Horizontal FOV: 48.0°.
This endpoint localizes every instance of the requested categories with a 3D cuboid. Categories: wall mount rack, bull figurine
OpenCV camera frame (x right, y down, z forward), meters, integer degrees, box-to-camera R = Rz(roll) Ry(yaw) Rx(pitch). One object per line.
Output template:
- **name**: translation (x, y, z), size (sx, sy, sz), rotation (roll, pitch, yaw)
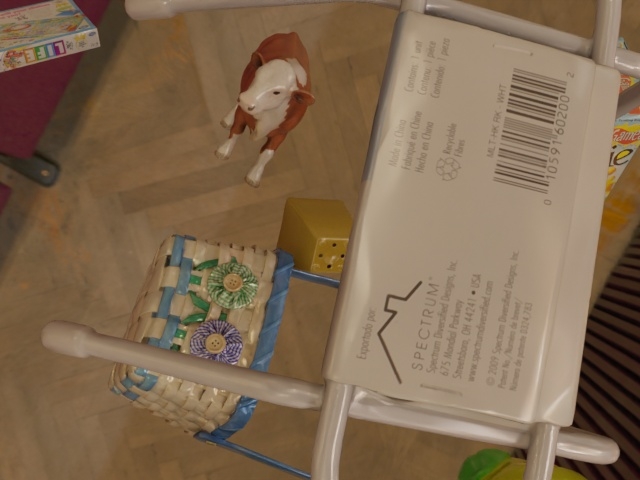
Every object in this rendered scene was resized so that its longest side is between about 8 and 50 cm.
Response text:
- **wall mount rack**: translation (0.018, -0.017, 0.382), size (0.304, 0.130, 0.350), rotation (13, 82, -7)
- **bull figurine**: translation (-0.074, -0.196, 1.010), size (0.101, 0.310, 0.188), rotation (29, 117, -11)

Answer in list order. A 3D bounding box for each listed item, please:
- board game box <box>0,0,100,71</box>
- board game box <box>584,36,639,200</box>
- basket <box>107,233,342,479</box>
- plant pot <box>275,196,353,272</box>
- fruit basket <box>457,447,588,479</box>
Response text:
- **board game box**: translation (-0.368, -0.256, 0.894), size (0.154, 0.026, 0.103), rotation (-23, 50, -24)
- **board game box**: translation (0.320, -0.127, 0.995), size (0.142, 0.275, 0.144), rotation (-2, 56, -5)
- **basket**: translation (-0.089, 0.136, 0.873), size (0.289, 0.201, 0.254), rotation (22, 60, -23)
- **plant pot**: translation (0.000, 0.000, 0.909), size (0.081, 0.083, 0.081), rotation (1, 116, -25)
- **fruit basket**: translation (0.318, 0.378, 0.850), size (0.392, 0.392, 0.283), rotation (48, 119, 4)
